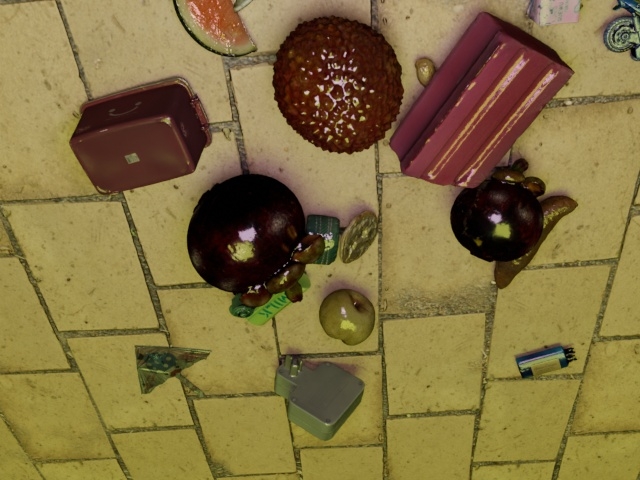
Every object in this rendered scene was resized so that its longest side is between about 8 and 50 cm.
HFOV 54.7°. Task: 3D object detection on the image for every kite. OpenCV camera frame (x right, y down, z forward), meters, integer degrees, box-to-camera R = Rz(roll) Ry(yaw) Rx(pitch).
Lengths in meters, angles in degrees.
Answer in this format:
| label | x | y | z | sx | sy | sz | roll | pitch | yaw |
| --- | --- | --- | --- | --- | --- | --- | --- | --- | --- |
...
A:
| label | x | y | z | sx | sy | sz | roll | pitch | yaw |
| --- | --- | --- | --- | --- | --- | --- | --- | --- | --- |
| kite | -0.485 | 0.428 | 2.023 | 0.335 | 0.011 | 0.314 | -31 | 122 | 22 |

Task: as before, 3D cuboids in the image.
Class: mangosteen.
| label | x | y | z | sx | sy | sz | roll | pitch | yaw |
| --- | --- | --- | --- | --- | --- | --- | --- | --- | --- |
| mangosteen | -0.154 | 0.010 | 1.501 | 0.347 | 0.307 | 0.307 | 44 | 119 | 2 |
| mangosteen | 0.443 | -0.078 | 1.521 | 0.228 | 0.228 | 0.266 | 19 | 97 | -15 |

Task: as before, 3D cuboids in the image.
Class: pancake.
| label | x | y | z | sx | sy | sz | roll | pitch | yaw |
| --- | --- | --- | --- | --- | --- | --- | --- | --- | --- |
| pancake | 0.097 | -0.008 | 1.624 | 0.028 | 0.158 | 0.158 | 34 | 135 | 30 |

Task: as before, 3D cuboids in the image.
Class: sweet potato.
| label | x | y | z | sx | sy | sz | roll | pitch | yaw |
| --- | --- | --- | --- | --- | --- | --- | --- | --- | --- |
| sweet potato | 0.541 | 0.012 | 1.654 | 0.114 | 0.092 | 0.341 | 7 | 130 | -27 |

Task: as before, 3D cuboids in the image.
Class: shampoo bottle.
| label | x | y | z | sx | sy | sz | roll | pitch | yaw |
| --- | --- | --- | --- | --- | --- | --- | --- | --- | --- |
| shampoo bottle | 0.723 | 0.385 | 1.974 | 0.183 | 0.050 | 0.087 | -20 | 123 | 14 |

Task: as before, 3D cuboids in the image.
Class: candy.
| label | x | y | z | sx | sy | sz | roll | pitch | yaw |
| --- | --- | --- | --- | --- | --- | --- | --- | --- | --- |
| candy | 0.475 | -0.520 | 1.250 | 0.092 | 0.073 | 0.160 | -8 | 127 | 0 |

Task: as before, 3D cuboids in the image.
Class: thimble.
| label | x | y | z | sx | sy | sz | roll | pitch | yaw |
| --- | --- | --- | --- | --- | --- | --- | --- | --- | --- |
| thimble | 0.000 | -0.001 | 1.622 | 0.090 | 0.118 | 0.135 | 7 | 125 | -4 |

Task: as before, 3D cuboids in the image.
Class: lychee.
| label | x | y | z | sx | sy | sz | roll | pitch | yaw |
| --- | --- | --- | --- | --- | --- | --- | --- | --- | --- |
| lychee | 0.036 | -0.325 | 1.282 | 0.275 | 0.304 | 0.276 | -11 | 166 | -3 |

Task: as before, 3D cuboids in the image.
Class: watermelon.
| label | x | y | z | sx | sy | sz | roll | pitch | yaw |
| --- | --- | --- | --- | --- | --- | --- | --- | --- | --- |
| watermelon | -0.236 | -0.476 | 1.293 | 0.119 | 0.063 | 0.245 | -36 | 117 | 3 |

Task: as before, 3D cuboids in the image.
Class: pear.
| label | x | y | z | sx | sy | sz | roll | pitch | yaw |
| --- | --- | --- | --- | --- | --- | --- | --- | --- | --- |
| pear | 0.074 | 0.216 | 1.767 | 0.167 | 0.167 | 0.136 | 27 | 126 | -20 |

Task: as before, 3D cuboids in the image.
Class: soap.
| label | x | y | z | sx | sy | sz | roll | pitch | yaw |
| --- | --- | --- | --- | --- | --- | --- | --- | --- | --- |
| soap | 0.345 | -0.285 | 1.363 | 0.233 | 0.128 | 0.360 | 13 | 129 | -32 |

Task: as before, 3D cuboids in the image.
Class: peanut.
| label | x | y | z | sx | sy | sz | roll | pitch | yaw |
| --- | --- | --- | --- | --- | --- | --- | --- | --- | --- |
| peanut | 0.250 | -0.362 | 1.385 | 0.054 | 0.054 | 0.113 | -33 | 124 | 23 |

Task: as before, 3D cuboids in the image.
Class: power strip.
| label | x | y | z | sx | sy | sz | roll | pitch | yaw |
| --- | --- | --- | --- | --- | --- | --- | --- | --- | --- |
| power strip | -0.018 | 0.457 | 1.927 | 0.261 | 0.229 | 0.141 | 25 | 127 | 23 |

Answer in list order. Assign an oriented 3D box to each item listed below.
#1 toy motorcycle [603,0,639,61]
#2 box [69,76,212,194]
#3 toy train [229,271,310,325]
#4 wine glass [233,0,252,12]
| label | x | y | z | sx | sy | sz | roll | pitch | yaw |
| --- | --- | --- | --- | --- | --- | --- | --- | --- | --- |
| toy motorcycle | 0.729 | -0.434 | 1.311 | 0.254 | 0.092 | 0.136 | 20 | 117 | -4 |
| box | -0.410 | -0.229 | 1.412 | 0.293 | 0.167 | 0.193 | -13 | 129 | 10 |
| toy train | -0.142 | 0.153 | 1.761 | 0.157 | 0.105 | 0.253 | 26 | 126 | -36 |
| wine glass | -0.215 | -0.588 | 1.150 | 0.143 | 0.143 | 0.321 | -34 | 118 | 23 |
